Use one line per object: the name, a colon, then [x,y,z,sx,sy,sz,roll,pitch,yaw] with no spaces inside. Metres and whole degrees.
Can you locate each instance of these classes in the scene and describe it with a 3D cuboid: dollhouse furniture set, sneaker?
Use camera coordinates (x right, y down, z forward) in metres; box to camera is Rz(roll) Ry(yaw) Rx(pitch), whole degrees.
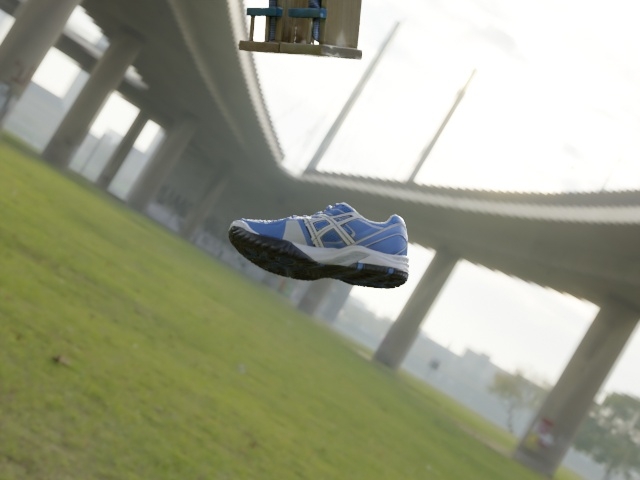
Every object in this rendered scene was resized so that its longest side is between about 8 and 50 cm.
dollhouse furniture set: [-0.059,-0.258,1.200,0.129,0.129,0.184,11,9,41]
sneaker: [0.000,0.000,1.352,0.211,0.081,0.080,10,-21,-1]
